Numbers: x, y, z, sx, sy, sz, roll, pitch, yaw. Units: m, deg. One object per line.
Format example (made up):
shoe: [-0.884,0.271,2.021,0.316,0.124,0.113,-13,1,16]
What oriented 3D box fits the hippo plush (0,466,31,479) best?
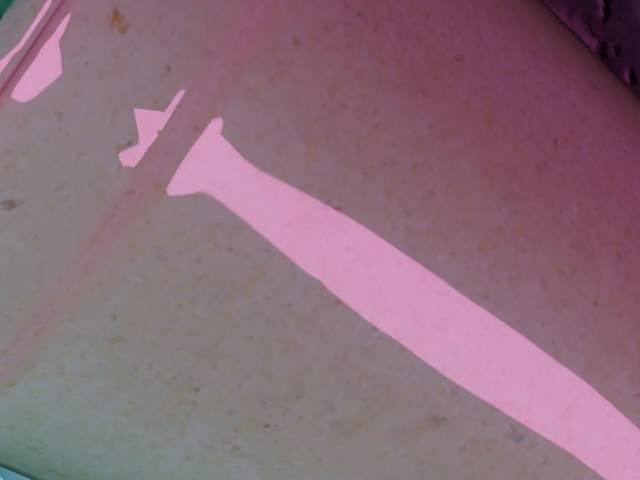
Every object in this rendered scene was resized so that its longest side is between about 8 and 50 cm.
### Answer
hippo plush: [-0.197,0.054,1.042,0.294,0.234,0.236,-26,140,9]

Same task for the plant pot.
plant pot: [0.000,0.000,0.687,0.305,0.334,0.334,34,147,-13]
